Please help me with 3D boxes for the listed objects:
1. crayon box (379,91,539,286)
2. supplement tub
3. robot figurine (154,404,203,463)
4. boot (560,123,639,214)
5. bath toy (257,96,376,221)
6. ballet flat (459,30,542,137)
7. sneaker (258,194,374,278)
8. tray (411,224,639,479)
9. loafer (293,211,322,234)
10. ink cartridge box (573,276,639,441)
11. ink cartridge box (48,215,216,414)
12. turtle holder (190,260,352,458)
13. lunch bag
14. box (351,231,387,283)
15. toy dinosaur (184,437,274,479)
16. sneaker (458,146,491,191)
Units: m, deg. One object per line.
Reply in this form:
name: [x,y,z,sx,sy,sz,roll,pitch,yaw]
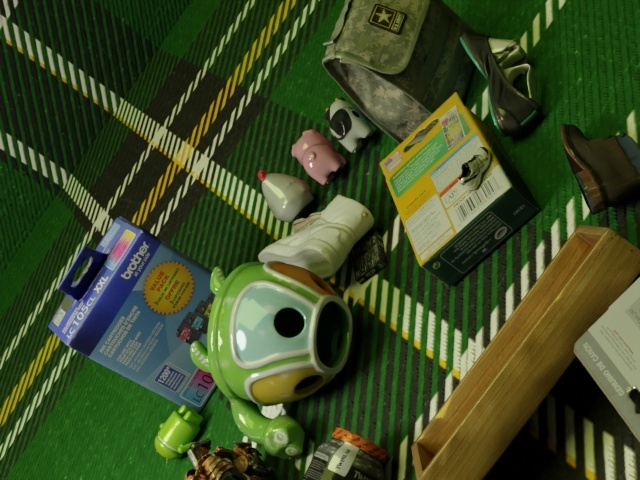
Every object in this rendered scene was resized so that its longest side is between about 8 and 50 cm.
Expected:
crayon box: [0.232,-0.095,1.869,0.203,0.083,0.323,-43,33,19]
supplement tub: [0.024,0.393,1.654,0.117,0.117,0.190,7,67,57]
robot figurine: [-0.285,0.386,2.144,0.115,0.067,0.101,-55,42,1]
boot: [0.437,-0.125,1.645,0.106,0.082,0.219,-21,35,12]
bath toy: [0.001,-0.195,2.251,0.348,0.129,0.151,-48,-3,10]
ballet flat: [0.333,-0.296,1.928,0.096,0.095,0.280,-31,47,19]
sneaker: [0.000,0.000,2.109,0.169,0.108,0.292,-48,18,-24]
tray: [0.279,0.165,1.477,0.411,0.076,0.203,-53,-1,3]
loafer: [-0.014,-0.029,2.199,0.125,0.045,0.039,-17,64,56]
ink cartridge box: [0.482,0.143,1.239,0.272,0.130,0.309,-47,31,15]
ink cartridge box: [-0.349,0.138,2.151,0.270,0.395,0.151,-59,30,-5]
turtle holder: [-0.081,0.190,1.884,0.228,0.243,0.320,-1,49,35]
lunch bag: [0.148,-0.361,2.047,0.169,0.287,0.235,-13,50,50]
box: [0.090,0.032,2.008,0.067,0.018,0.083,-39,34,25]
toy dinosaur: [-0.162,0.429,1.766,0.322,0.218,0.164,-27,-19,-50]
sneaker: [0.251,-0.123,1.753,0.032,0.037,0.083,-9,51,52]
